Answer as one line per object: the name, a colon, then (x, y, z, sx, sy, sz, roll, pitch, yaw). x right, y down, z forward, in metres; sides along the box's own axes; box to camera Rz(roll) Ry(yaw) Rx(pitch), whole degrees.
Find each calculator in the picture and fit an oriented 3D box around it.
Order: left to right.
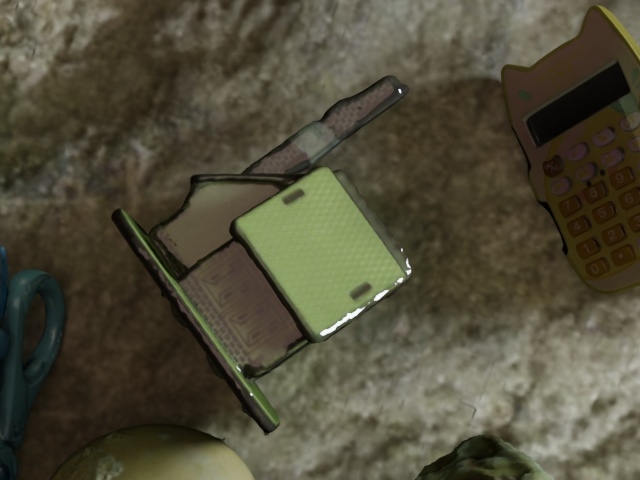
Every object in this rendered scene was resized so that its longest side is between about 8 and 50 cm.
calculator: (0.242, -0.067, 1.129, 0.157, 0.033, 0.237, -31, 74, 45)

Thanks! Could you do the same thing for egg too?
egg: (-0.147, 0.237, 1.138, 0.201, 0.164, 0.164, -7, 87, 20)

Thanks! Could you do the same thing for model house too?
model house: (0.000, 0.000, 1.126, 0.278, 0.205, 0.218, -35, 86, -4)

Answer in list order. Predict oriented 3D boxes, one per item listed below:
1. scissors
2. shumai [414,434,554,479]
scissors: (-0.293, 0.197, 1.172, 0.032, 0.180, 0.393, 12, 102, 28)
shumai: (0.088, 0.340, 1.029, 0.288, 0.330, 0.292, -20, 100, -5)
